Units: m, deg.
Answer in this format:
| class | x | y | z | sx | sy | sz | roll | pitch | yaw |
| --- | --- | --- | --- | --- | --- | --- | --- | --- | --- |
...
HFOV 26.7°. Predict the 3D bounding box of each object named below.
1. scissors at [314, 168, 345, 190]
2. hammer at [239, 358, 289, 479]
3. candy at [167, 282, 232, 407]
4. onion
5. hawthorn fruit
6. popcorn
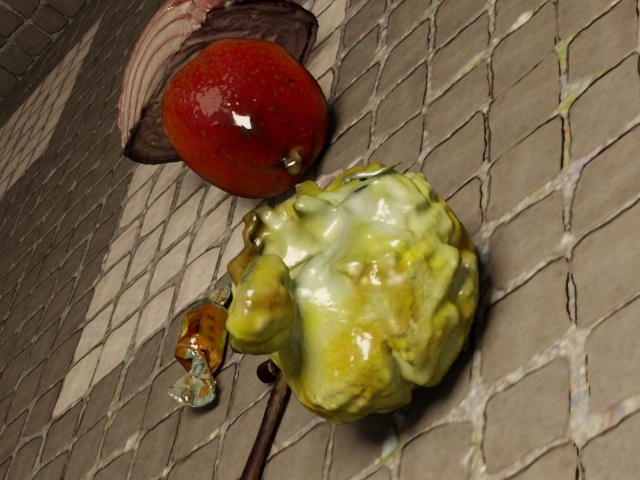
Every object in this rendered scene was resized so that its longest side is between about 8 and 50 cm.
| class | x | y | z | sx | sy | sz | roll | pitch | yaw |
| --- | --- | --- | --- | --- | --- | --- | --- | --- | --- |
| scissors | 0.000 | 0.000 | 1.270 | 0.100 | 0.015 | 0.189 | -49 | 24 | 18 |
| hammer | -0.050 | 0.168 | 1.122 | 0.065 | 0.021 | 0.178 | -28 | 37 | 49 |
| candy | -0.118 | 0.098 | 1.321 | 0.053 | 0.046 | 0.182 | -42 | 23 | 24 |
| onion | -0.129 | -0.208 | 1.537 | 0.247 | 0.111 | 0.250 | -13 | -34 | -53 |
| hawthorn fruit | -0.072 | -0.118 | 1.400 | 0.169 | 0.169 | 0.188 | -47 | 50 | 19 |
| popcorn | 0.014 | 0.034 | 0.958 | 0.198 | 0.212 | 0.198 | 1 | 91 | 58 |
